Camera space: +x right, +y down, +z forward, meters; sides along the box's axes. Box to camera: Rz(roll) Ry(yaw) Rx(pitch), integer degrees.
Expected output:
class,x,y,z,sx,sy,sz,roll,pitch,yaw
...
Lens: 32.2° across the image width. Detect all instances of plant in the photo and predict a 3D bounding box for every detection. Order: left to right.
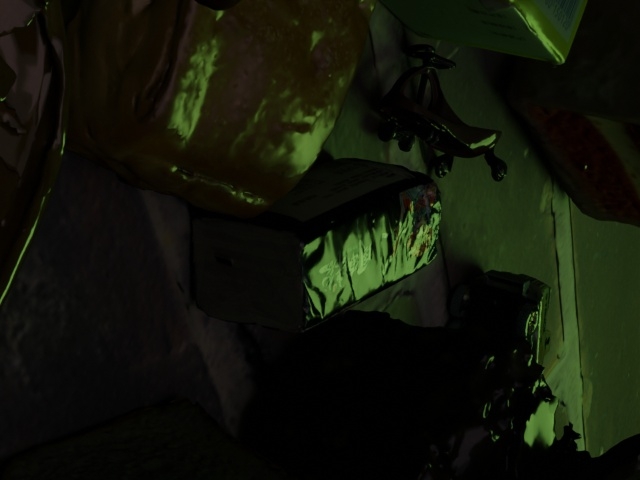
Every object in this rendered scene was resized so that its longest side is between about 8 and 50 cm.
class,x,y,z,sx,sy,sz,roll,pitch,yaw
plant,0.113,0.191,0.855,0.215,0.312,0.213,-47,143,-36

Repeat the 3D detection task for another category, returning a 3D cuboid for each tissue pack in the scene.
class,x,y,z,sx,sy,sz,roll,pitch,yaw
tissue pack,0.001,0.000,0.788,0.170,0.103,0.090,-26,119,-47

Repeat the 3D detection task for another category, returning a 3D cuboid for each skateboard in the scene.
class,x,y,z,sx,sy,sz,roll,pitch,yaw
skateboard,0.102,-0.105,0.922,0.151,0.067,0.080,23,78,-52

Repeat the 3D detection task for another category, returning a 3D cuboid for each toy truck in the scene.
class,x,y,z,sx,sy,sz,roll,pitch,yaw
toy truck,0.183,0.119,1.119,0.116,0.085,0.191,-20,119,-55

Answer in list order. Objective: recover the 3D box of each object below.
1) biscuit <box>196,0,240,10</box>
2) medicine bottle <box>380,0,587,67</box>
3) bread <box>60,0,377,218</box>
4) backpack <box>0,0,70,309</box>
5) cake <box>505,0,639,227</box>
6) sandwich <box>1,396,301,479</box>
class,x,y,z,sx,sy,sz,roll,pitch,yaw
biscuit,-0.116,-0.190,0.440,0.047,0.208,0.164,-46,142,-2
medicine bottle,0.143,-0.274,0.821,0.141,0.137,0.250,27,83,-55
bread,-0.052,-0.135,0.648,0.210,0.099,0.235,27,84,-56
backpack,-0.247,-0.025,0.330,0.378,0.201,0.354,-40,126,-43
cake,0.348,-0.149,1.091,0.309,0.237,0.230,38,71,-52
sandwich,-0.073,0.176,0.670,0.186,0.214,0.065,-11,115,-49
